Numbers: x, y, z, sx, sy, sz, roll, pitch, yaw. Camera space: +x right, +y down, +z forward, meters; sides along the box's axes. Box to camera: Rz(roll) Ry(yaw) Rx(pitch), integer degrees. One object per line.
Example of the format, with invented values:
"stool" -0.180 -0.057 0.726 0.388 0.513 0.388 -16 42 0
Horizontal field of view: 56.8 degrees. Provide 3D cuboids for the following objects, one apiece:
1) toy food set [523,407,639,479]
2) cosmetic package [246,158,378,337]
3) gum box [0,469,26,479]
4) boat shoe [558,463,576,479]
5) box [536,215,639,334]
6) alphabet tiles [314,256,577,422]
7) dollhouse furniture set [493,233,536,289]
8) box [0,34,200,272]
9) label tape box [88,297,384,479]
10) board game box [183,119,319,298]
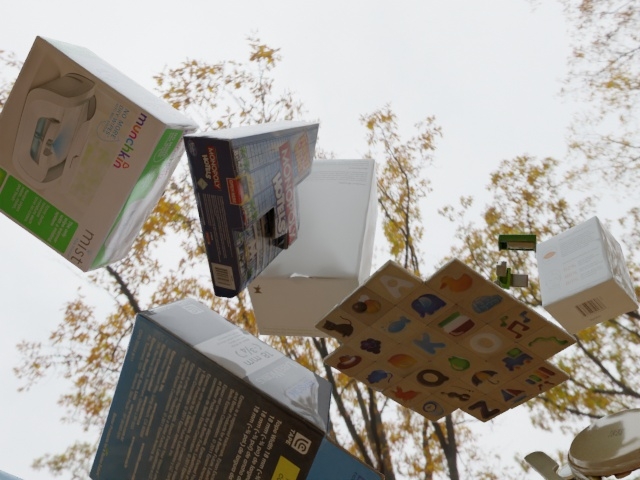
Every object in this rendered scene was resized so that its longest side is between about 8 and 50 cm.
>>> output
"toy food set" 0.331 0.226 0.646 0.192 0.132 0.038 -29 -94 1
"cosmetic package" 0.000 0.000 1.122 0.197 0.365 0.155 2 -49 11
"gum box" -0.190 0.171 0.247 0.184 0.157 0.041 -4 -54 38
"boat shoe" 0.535 0.457 1.189 0.125 0.046 0.038 -24 -83 -21
"box" 0.478 0.062 1.076 0.091 0.170 0.130 41 -52 -21
"alphabet tiles" 0.178 0.160 0.860 0.343 0.011 0.285 32 -52 -18
"dollhouse furniture set" 0.301 0.065 0.917 0.059 0.151 0.076 3 -28 21
"box" -0.355 -0.126 0.898 0.231 0.127 0.262 36 -75 5
"label tape box" -0.094 0.253 0.691 0.334 0.106 0.240 27 -74 22
"board game box" -0.062 -0.060 0.690 0.060 0.194 0.194 10 -57 25
